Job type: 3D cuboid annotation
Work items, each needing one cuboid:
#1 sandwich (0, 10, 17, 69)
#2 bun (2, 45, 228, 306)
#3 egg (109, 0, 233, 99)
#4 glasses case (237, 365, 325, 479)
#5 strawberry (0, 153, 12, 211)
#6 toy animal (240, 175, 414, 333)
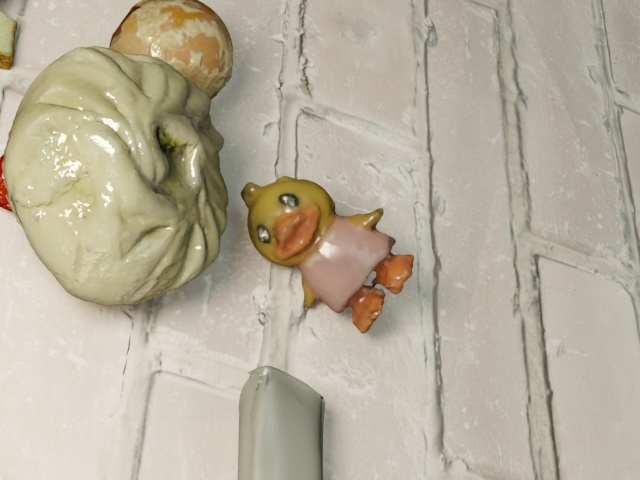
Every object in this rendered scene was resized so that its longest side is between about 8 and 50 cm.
[{"bbox_3d":[-0.512,-0.310,1.696,0.105,0.036,0.093,9,57,-27],"label":"sandwich"},{"bbox_3d":[-0.258,-0.097,1.544,0.360,0.211,0.359,30,54,-51],"label":"bun"},{"bbox_3d":[-0.232,-0.293,1.767,0.195,0.195,0.233,42,30,-2],"label":"egg"},{"bbox_3d":[-0.053,0.331,1.548,0.128,0.083,0.308,20,51,-29],"label":"glasses case"},{"bbox_3d":[-0.415,-0.086,1.573,0.106,0.106,0.106,17,53,-24],"label":"strawberry"},{"bbox_3d":[-0.002,-0.002,1.752,0.281,0.195,0.169,34,8,-15],"label":"toy animal"}]
